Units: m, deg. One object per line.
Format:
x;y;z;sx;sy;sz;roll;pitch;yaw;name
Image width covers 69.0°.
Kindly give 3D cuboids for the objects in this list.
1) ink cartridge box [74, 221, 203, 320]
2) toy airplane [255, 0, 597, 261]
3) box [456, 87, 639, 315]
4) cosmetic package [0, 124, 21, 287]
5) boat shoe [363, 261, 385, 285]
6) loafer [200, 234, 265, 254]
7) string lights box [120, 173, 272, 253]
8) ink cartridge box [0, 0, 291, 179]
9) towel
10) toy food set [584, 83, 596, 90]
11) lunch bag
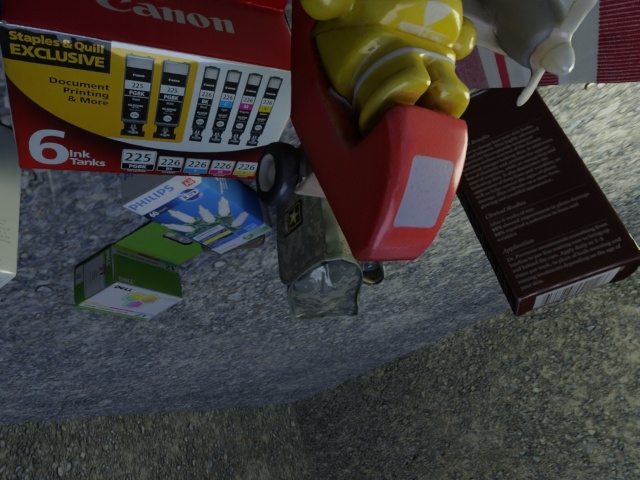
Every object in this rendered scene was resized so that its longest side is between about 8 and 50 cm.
-0.371;0.071;1.011;0.255;0.097;0.189;-27;151;21;ink cartridge box
0.053;-0.227;0.396;0.386;0.384;0.272;-49;-164;-29;toy airplane
0.350;-0.082;0.817;0.191;0.381;0.143;-22;155;12;box
-0.456;-0.053;0.583;0.085;0.231;0.117;-28;150;20;cosmetic package
0.103;0.039;1.220;0.114;0.091;0.302;-27;151;19;boat shoe
-0.188;-0.007;1.017;0.148;0.056;0.050;-12;154;-30;loafer
-0.216;-0.070;0.854;0.133;0.076;0.260;-25;152;18;string lights box
-0.190;-0.209;0.553;0.309;0.130;0.272;-1;148;-27;ink cartridge box
0.312;-0.283;0.609;0.329;0.037;0.237;9;168;31;towel
0.401;-0.335;0.701;0.128;0.071;0.218;-47;139;10;toy food set
0.000;0.000;0.919;0.169;0.235;0.287;-3;149;-2;lunch bag
